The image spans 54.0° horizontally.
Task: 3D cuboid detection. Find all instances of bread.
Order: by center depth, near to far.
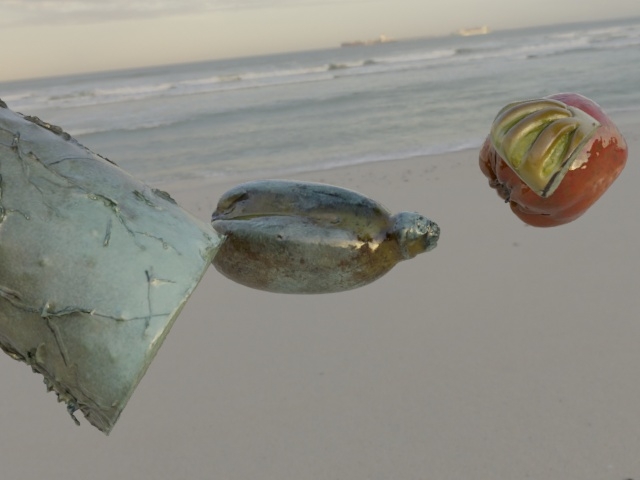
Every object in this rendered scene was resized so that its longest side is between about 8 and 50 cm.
[{"bbox_3d":[0.214,-0.100,0.617,0.094,0.083,0.157,35,24,23],"label":"bread"}]

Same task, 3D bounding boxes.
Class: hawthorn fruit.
[{"bbox_3d":[0.317,-0.111,0.856,0.189,0.189,0.189,-5,17,2],"label":"hawthorn fruit"}]

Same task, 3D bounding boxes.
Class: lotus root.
[{"bbox_3d":[0.000,0.000,0.853,0.322,0.140,0.158,5,53,15],"label":"lotus root"}]

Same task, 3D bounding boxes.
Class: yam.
[{"bbox_3d":[-0.273,0.009,0.622,0.348,0.241,0.241,34,24,4],"label":"yam"}]
